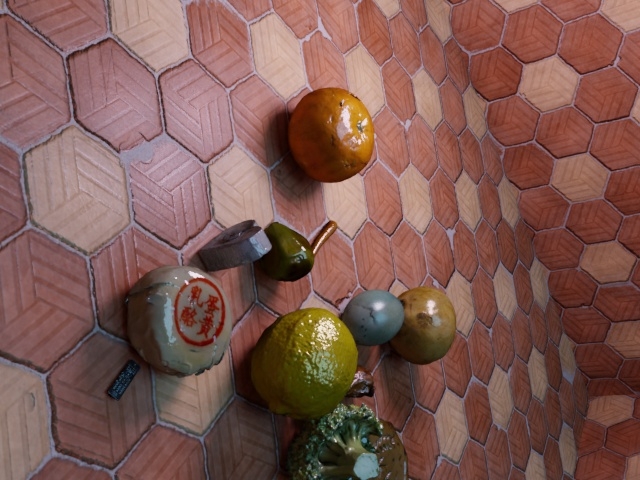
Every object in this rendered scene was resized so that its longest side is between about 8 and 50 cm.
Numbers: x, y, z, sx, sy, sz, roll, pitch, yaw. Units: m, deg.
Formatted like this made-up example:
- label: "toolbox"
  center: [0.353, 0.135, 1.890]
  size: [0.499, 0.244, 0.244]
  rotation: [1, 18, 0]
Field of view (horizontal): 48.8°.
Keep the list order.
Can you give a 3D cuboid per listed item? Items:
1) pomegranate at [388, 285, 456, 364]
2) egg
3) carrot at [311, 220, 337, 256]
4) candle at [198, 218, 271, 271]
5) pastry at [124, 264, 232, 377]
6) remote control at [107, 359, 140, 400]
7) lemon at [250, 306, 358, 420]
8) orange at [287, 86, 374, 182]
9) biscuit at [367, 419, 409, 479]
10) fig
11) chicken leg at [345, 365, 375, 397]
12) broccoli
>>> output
- label: "pomegranate"
  center: [0.336, 0.279, 2.343]
  size: [0.260, 0.261, 0.260]
  rotation: [21, 63, -51]
- label: "egg"
  center: [0.160, 0.236, 2.162]
  size: [0.237, 0.169, 0.169]
  rotation: [-19, 96, -57]
- label: "carrot"
  center: [0.000, 0.000, 2.128]
  size: [0.190, 0.037, 0.037]
  rotation: [-52, 122, -44]
- label: "candle"
  center: [-0.210, 0.016, 1.733]
  size: [0.169, 0.192, 0.068]
  rotation: [-27, 107, -9]
- label: "pastry"
  center: [-0.306, 0.177, 1.555]
  size: [0.265, 0.133, 0.264]
  rotation: [12, 74, -52]
- label: "remote control"
  center: [-0.410, 0.290, 1.469]
  size: [0.034, 0.016, 0.091]
  rotation: [45, 44, -16]
- label: "lemon"
  center: [-0.036, 0.302, 1.785]
  size: [0.268, 0.268, 0.321]
  rotation: [54, 42, -31]
- label: "orange"
  center: [0.031, -0.310, 2.090]
  size: [0.284, 0.226, 0.283]
  rotation: [10, 77, -53]
- label: "biscuit"
  center: [0.181, 0.721, 2.161]
  size: [0.359, 0.046, 0.358]
  rotation: [23, 61, -51]
- label: "fig"
  center: [-0.097, 0.032, 1.882]
  size: [0.154, 0.144, 0.165]
  rotation: [-39, 93, -36]
- label: "chicken leg"
  center: [0.058, 0.420, 2.017]
  size: [0.304, 0.113, 0.093]
  rotation: [-3, 118, -55]
- label: "broccoli"
  center: [0.036, 0.553, 1.848]
  size: [0.260, 0.236, 0.287]
  rotation: [97, 11, -73]
